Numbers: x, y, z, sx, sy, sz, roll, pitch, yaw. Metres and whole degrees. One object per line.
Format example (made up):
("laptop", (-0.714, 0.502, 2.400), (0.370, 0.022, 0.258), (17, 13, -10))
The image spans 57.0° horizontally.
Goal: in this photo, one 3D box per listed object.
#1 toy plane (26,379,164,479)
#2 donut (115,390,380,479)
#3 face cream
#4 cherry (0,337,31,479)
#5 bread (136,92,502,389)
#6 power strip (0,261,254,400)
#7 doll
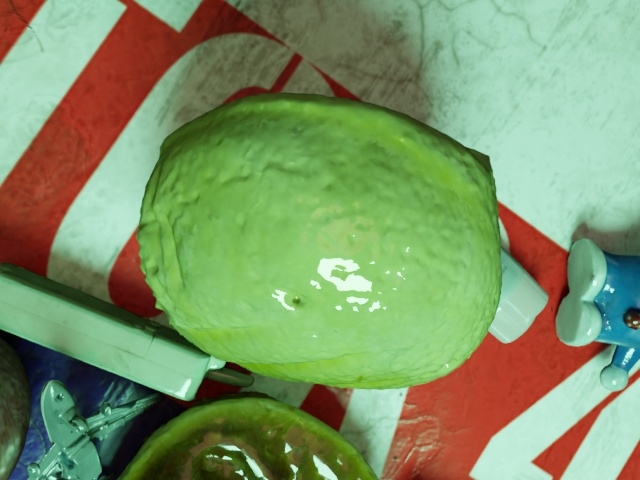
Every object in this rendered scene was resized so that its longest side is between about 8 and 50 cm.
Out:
("toy plane", (-0.232, 0.201, 0.553), (0.058, 0.226, 0.226), (37, 47, 14))
("donut", (-0.079, 0.324, 0.607), (0.329, 0.160, 0.330), (2, 80, -13))
("face cream", (0.171, 0.026, 0.681), (0.198, 0.057, 0.084), (43, 86, -10))
("cherry", (-0.392, 0.170, 0.489), (0.261, 0.308, 0.221), (17, 126, -8))
("bread", (0.000, 0.012, 0.528), (0.320, 0.320, 0.238), (3, 77, -9))
("power strip", (-0.203, 0.101, 0.603), (0.287, 0.093, 0.053), (25, 84, -8))
("doll", (0.412, 0.081, 0.686), (0.256, 0.161, 0.216), (12, 103, 7))
